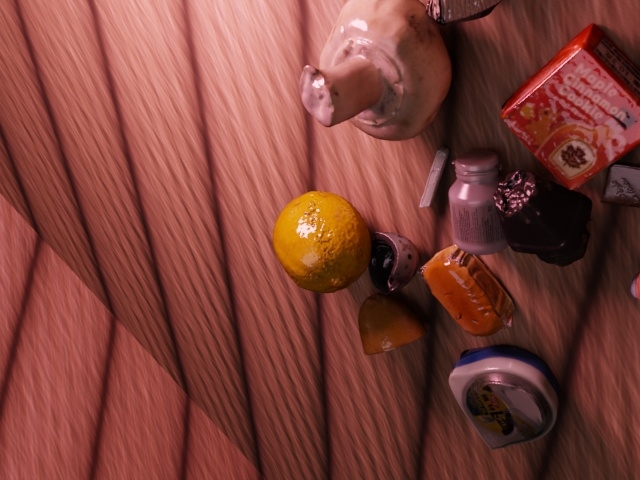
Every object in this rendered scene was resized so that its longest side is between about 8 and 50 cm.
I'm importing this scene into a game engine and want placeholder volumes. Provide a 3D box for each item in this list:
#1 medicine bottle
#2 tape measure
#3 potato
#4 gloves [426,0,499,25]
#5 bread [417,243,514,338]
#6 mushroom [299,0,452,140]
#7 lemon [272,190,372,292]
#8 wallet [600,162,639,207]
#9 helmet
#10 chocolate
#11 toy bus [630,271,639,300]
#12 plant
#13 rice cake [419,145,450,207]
[{"bbox_3d":[0.360,-0.088,1.289,0.135,0.135,0.215,5,122,33],"label":"medicine bottle"},{"bbox_3d":[0.502,0.420,1.536,0.262,0.138,0.259,-27,103,43],"label":"tape measure"},{"bbox_3d":[0.186,0.225,1.624,0.203,0.178,0.158,-19,93,67],"label":"potato"},{"bbox_3d":[0.275,-0.557,1.008,0.210,0.135,0.312,-10,123,5],"label":"gloves"},{"bbox_3d":[0.373,0.132,1.453,0.241,0.107,0.136,51,137,-4],"label":"bread"},{"bbox_3d":[0.092,-0.334,1.172,0.314,0.336,0.314,30,137,33],"label":"mushroom"},{"bbox_3d":[0.000,0.000,1.518,0.310,0.257,0.258,-119,26,-48],"label":"lemon"},{"bbox_3d":[0.663,-0.102,1.139,0.176,0.026,0.095,15,124,27],"label":"wallet"},{"bbox_3d":[0.200,0.054,1.517,0.177,0.107,0.153,107,145,-57],"label":"helmet"},{"bbox_3d":[0.502,-0.244,1.102,0.237,0.108,0.235,48,133,1],"label":"chocolate"},{"bbox_3d":[0.755,0.117,1.125,0.232,0.194,0.288,-18,109,55],"label":"toy bus"},{"bbox_3d":[0.473,-0.045,1.207,0.256,0.142,0.164,38,161,-34],"label":"plant"},{"bbox_3d":[0.275,-0.148,1.380,0.029,0.033,0.171,28,132,19],"label":"rice cake"}]
